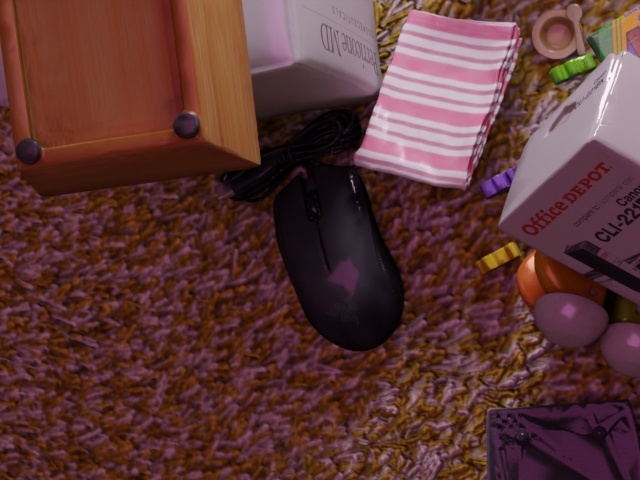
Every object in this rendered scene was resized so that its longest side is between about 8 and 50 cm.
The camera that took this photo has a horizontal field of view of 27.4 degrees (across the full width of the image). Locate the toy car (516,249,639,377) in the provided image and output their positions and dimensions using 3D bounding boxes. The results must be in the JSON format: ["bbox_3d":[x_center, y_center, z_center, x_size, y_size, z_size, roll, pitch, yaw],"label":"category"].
[{"bbox_3d":[0.290,0.059,1.369,0.182,0.136,0.159,24,61,-8],"label":"toy car"}]

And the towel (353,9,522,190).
[{"bbox_3d":[0.126,-0.157,1.438,0.144,0.029,0.197,14,76,31],"label":"towel"}]

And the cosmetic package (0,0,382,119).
[{"bbox_3d":[-0.144,-0.336,1.420,0.327,0.329,0.393,-7,88,17],"label":"cosmetic package"}]

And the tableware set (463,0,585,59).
[{"bbox_3d":[0.222,-0.259,1.455,0.169,0.020,0.141,-6,87,19],"label":"tableware set"}]

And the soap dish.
[{"bbox_3d":[-0.185,-0.195,1.196,0.229,0.118,0.290,-6,92,17],"label":"soap dish"}]

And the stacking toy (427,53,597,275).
[{"bbox_3d":[0.237,-0.083,1.435,0.221,0.052,0.167,-28,82,15],"label":"stacking toy"}]

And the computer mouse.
[{"bbox_3d":[0.000,0.000,1.501,0.188,0.072,0.272,-26,81,16],"label":"computer mouse"}]

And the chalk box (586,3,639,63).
[{"bbox_3d":[0.387,-0.144,1.338,0.132,0.132,0.213,-30,79,16],"label":"chalk box"}]

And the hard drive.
[{"bbox_3d":[0.271,0.301,1.412,0.172,0.054,0.254,-7,87,19],"label":"hard drive"}]

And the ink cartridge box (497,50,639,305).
[{"bbox_3d":[0.333,-0.030,1.230,0.273,0.197,0.114,29,61,-5],"label":"ink cartridge box"}]
